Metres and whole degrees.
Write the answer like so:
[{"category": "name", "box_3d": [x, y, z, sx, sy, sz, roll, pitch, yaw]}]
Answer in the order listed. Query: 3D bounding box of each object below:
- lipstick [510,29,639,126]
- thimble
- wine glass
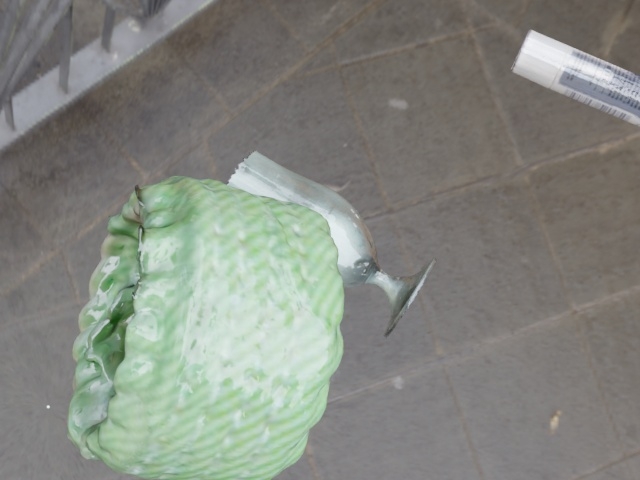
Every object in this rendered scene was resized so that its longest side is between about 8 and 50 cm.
[{"category": "lipstick", "box_3d": [0.232, -0.131, 0.810, 0.141, 0.040, 0.040, 25, 74, 6]}, {"category": "thimble", "box_3d": [-0.086, 0.066, 0.689, 0.150, 0.219, 0.218, 13, 77, -22]}, {"category": "wine glass", "box_3d": [0.000, 0.000, 0.898, 0.202, 0.093, 0.093, 33, 73, 5]}]
